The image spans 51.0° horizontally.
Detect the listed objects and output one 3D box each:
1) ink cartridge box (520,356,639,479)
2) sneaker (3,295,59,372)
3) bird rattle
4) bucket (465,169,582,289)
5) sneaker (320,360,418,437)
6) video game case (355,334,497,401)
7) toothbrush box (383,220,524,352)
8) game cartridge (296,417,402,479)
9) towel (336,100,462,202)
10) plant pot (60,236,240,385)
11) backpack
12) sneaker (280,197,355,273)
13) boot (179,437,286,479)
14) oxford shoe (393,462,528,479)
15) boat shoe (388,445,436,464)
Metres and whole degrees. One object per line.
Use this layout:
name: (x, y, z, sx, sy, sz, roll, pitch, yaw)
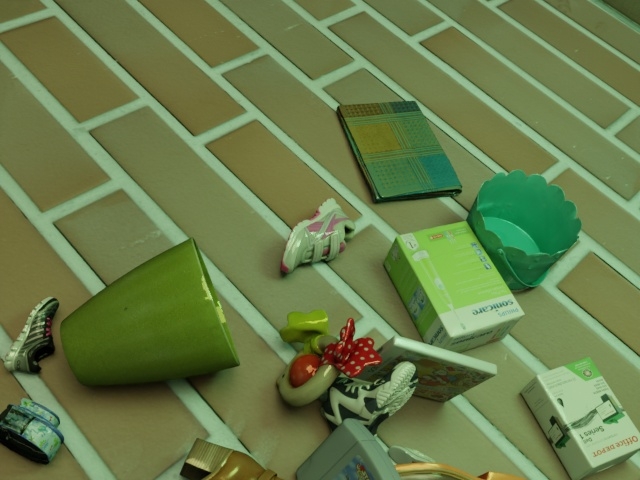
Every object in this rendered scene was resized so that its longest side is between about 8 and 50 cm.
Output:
ink cartridge box: (0.572, 0.388, 1.467, 0.160, 0.092, 0.219, -13, 57, -22)
sneaker: (-0.564, 0.195, 1.360, 0.075, 0.063, 0.170, 18, 56, 1)
bird rattle: (0.004, 0.253, 1.367, 0.143, 0.253, 0.207, 44, 79, -28)
bucket: (0.494, -0.020, 1.701, 0.281, 0.183, 0.281, 6, 53, -8)
sneaker: (0.082, 0.302, 1.355, 0.094, 0.235, 0.153, 4, 33, -48)
video game case: (0.207, 0.268, 1.374, 0.227, 0.206, 0.026, 17, 57, -14)
toothbrush box: (0.309, 0.112, 1.594, 0.206, 0.122, 0.283, -13, 57, -22)
game cartridge: (0.071, 0.480, 1.191, 0.062, 0.198, 0.297, 10, 37, -38)
towel: (0.220, -0.260, 1.910, 0.272, 0.040, 0.370, -7, 54, -19)
plant pot: (-0.344, 0.172, 1.328, 0.294, 0.274, 0.274, -21, 60, -8)
backpack: (-0.525, 0.347, 1.226, 0.114, 0.105, 0.084, 30, 53, 3)
sneaker: (0.000, 0.000, 1.617, 0.111, 0.103, 0.252, 34, 54, 15)
boot: (-0.180, 0.515, 1.197, 0.220, 0.109, 0.283, 25, 45, 1)
oxford shoe: (0.236, 0.506, 1.279, 0.364, 0.130, 0.132, 8, 58, -7)
boat shoe: (0.189, 0.443, 1.373, 0.100, 0.035, 0.035, 17, 16, 15)
